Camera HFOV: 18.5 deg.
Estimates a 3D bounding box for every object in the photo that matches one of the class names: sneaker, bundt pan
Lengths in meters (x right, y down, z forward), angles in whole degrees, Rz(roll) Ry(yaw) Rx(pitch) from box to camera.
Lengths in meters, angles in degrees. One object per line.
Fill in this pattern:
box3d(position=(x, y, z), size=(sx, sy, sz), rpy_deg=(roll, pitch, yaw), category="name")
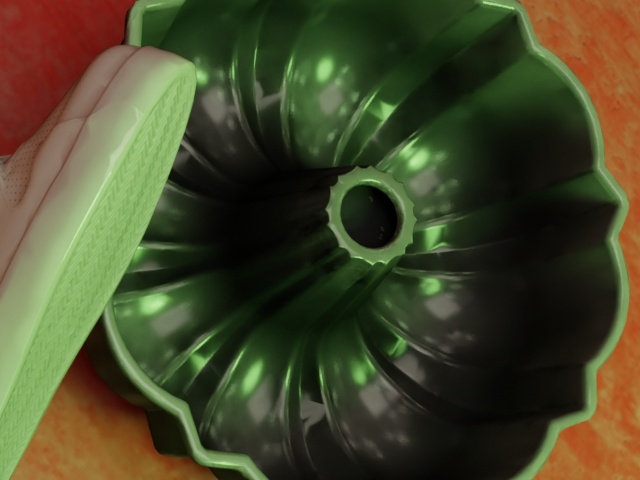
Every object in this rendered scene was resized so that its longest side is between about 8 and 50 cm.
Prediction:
box3d(position=(-0.189, 0.007, 0.922), size=(0.169, 0.108, 0.292), rpy_deg=(33, 102, 11), category="sneaker")
box3d(position=(0.000, 0.000, 1.083), size=(0.331, 0.124, 0.331), rpy_deg=(7, 74, -26), category="bundt pan")
